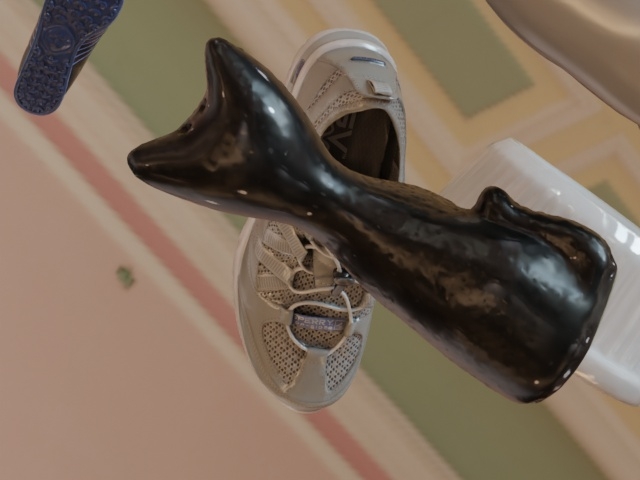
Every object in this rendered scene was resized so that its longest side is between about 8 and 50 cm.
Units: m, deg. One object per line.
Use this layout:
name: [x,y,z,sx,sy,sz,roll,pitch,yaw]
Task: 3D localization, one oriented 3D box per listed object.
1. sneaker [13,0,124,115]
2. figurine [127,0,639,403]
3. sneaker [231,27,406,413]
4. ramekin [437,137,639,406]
sneaker: [-0.279,-0.251,1.749,0.081,0.090,0.232,27,-59,-17]
figurine: [0.055,-0.068,0.672,0.209,0.092,0.215,29,-83,-11]
sneaker: [0.000,0.000,1.079,0.105,0.115,0.281,1,-68,-12]
ramekin: [0.218,0.019,1.399,0.273,0.273,0.127,34,-81,-10]
